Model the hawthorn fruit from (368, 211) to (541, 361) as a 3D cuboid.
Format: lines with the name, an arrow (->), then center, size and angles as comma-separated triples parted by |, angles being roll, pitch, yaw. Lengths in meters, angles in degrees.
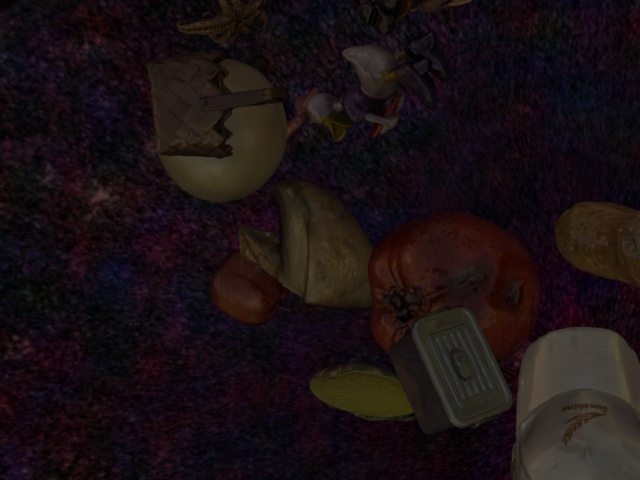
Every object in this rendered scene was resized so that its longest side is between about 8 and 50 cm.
hawthorn fruit -> 0.187, 0.065, 1.055 | 0.207, 0.243, 0.208 | 5, 96, 54

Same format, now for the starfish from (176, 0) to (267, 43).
starfish -> -0.183, -0.441, 1.631 | 0.189, 0.146, 0.074 | -22, 62, -11

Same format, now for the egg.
egg -> -0.162, -0.182, 1.413 | 0.219, 0.219, 0.269 | -8, 45, 15

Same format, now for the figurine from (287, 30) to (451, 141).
figurine -> 0.086, -0.318, 1.861 | 0.420, 0.193, 0.154 | -29, 29, 46

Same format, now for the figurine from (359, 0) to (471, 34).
figurine -> 0.204, -0.587, 1.929 | 0.332, 0.185, 0.204 | -23, 56, -33

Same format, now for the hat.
hat -> 0.432, 0.290, 1.379 | 0.257, 0.168, 0.302 | -3, 87, 12

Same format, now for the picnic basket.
picnic basket -> -0.129, -0.177, 1.117 | 0.178, 0.128, 0.138 | -5, 101, -4

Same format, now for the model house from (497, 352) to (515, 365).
model house -> 0.251, 0.080, 1.525 | 0.204, 0.211, 0.243 | -50, 29, 44

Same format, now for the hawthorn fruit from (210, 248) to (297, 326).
hawthorn fruit -> -0.132, 0.107, 1.792 | 0.194, 0.157, 0.157 | 33, 91, 1

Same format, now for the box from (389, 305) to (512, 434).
box -> 0.127, 0.135, 0.868 | 0.069, 0.084, 0.122 | -45, 63, 53

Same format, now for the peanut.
peanut -> 0.344, 0.007, 0.919 | 0.214, 0.099, 0.100 | 24, 87, 55

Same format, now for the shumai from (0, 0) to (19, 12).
shumai -> -0.529, -0.490, 1.297 | 0.263, 0.309, 0.304 | 49, 122, 25

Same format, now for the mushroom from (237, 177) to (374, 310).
mushroom -> 0.010, 0.001, 1.507 | 0.292, 0.217, 0.212 | 10, 97, 59

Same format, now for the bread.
bread -> 0.093, 0.289, 1.639 | 0.228, 0.228, 0.034 | 4, 57, 18
